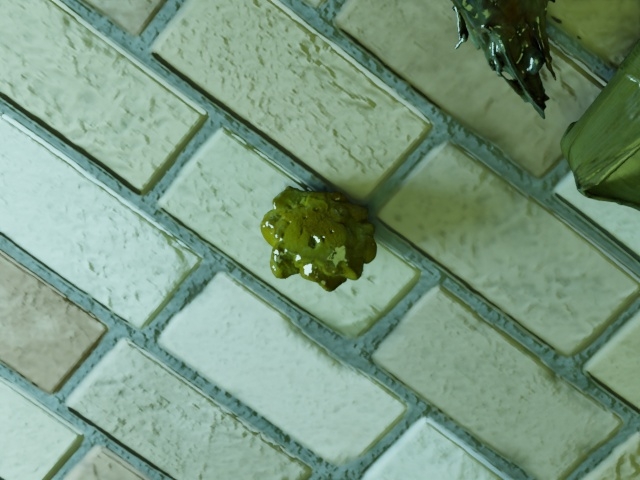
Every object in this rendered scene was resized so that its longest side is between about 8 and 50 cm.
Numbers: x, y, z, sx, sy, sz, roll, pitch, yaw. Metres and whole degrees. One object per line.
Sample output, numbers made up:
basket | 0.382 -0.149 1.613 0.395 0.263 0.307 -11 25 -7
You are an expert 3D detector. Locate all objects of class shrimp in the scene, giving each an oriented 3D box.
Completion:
shrimp | 0.049 -0.195 1.071 0.169 0.058 0.296 -17 112 25

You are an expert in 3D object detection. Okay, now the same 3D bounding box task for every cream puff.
cream puff | 0.000 0.000 1.183 0.083 0.083 0.058 -25 157 9

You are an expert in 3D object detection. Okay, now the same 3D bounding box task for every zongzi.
zongzi | 0.294 -0.086 1.075 0.204 0.094 0.205 25 118 -17
